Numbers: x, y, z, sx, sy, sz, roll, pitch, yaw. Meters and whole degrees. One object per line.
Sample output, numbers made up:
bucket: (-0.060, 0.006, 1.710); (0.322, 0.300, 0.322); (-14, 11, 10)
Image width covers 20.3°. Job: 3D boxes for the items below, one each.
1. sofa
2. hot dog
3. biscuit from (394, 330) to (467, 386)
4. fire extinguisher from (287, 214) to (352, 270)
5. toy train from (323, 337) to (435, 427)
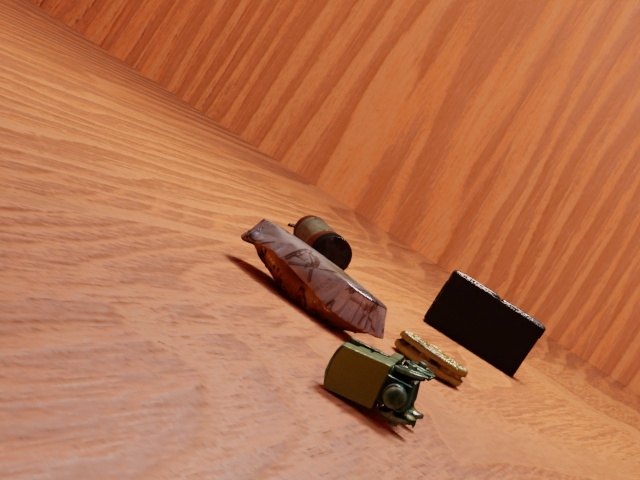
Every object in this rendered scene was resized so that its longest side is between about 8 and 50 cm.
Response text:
sofa: (0.221, 0.110, 2.400); (0.147, 0.085, 0.060); (32, 7, 4)
hot dog: (-0.006, 0.041, 1.755); (0.192, 0.053, 0.099); (38, 8, 33)
biscuit: (0.116, 0.123, 1.875); (0.084, 0.023, 0.084); (32, 4, -3)
fire extinguisher: (0.000, 0.000, 2.280); (0.062, 0.050, 0.177); (12, 10, -15)
toy train: (0.047, 0.110, 1.382); (0.081, 0.050, 0.122); (23, 2, 6)
